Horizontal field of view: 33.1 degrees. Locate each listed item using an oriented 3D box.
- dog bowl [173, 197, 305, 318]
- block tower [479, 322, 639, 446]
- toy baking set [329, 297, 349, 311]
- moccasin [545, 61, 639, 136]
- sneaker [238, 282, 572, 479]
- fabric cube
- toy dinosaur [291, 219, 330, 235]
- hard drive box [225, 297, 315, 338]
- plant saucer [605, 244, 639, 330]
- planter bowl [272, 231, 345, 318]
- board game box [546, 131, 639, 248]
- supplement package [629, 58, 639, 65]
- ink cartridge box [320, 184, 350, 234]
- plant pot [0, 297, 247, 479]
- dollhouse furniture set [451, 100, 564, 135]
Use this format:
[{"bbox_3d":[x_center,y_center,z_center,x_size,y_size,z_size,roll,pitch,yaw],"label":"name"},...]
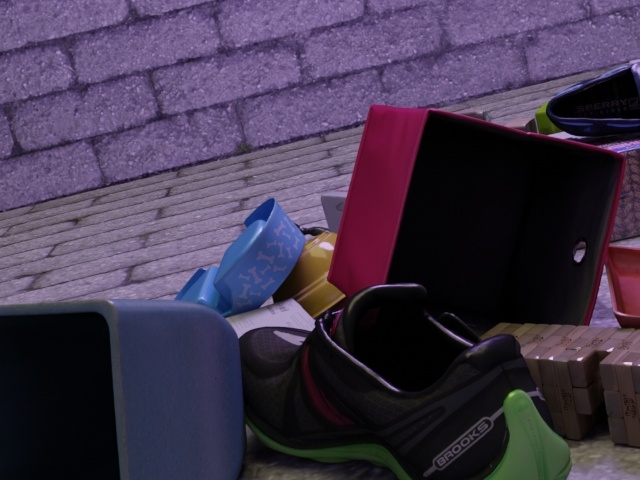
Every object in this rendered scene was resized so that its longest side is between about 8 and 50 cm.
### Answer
[{"bbox_3d":[-0.132,0.068,1.561,0.297,0.074,0.166,-44,16,26],"label":"dog bowl"},{"bbox_3d":[0.291,0.144,1.085,0.335,0.090,0.097,-1,18,42],"label":"block tower"},{"bbox_3d":[0.102,0.102,1.533,0.197,0.030,0.256,1,31,27],"label":"toy baking set"},{"bbox_3d":[0.526,-0.223,1.715,0.342,0.137,0.117,-17,-6,32],"label":"moccasin"},{"bbox_3d":[0.061,0.132,1.115,0.185,0.202,0.483,-22,16,-34],"label":"sneaker"},{"bbox_3d":[0.180,-0.018,1.332,0.259,0.254,0.258,12,5,-13],"label":"fabric cube"},{"bbox_3d":[0.000,0.000,2.049,0.118,0.064,0.268,1,12,-3],"label":"toy dinosaur"},{"bbox_3d":[-0.115,0.165,1.401,0.232,0.089,0.181,-15,13,-11],"label":"hard drive box"},{"bbox_3d":[0.448,0.074,1.200,0.259,0.047,0.259,6,18,10],"label":"plant saucer"},{"bbox_3d":[-0.008,0.050,1.605,0.217,0.090,0.217,-36,2,1],"label":"planter bowl"},{"bbox_3d":[0.451,-0.098,1.827,0.232,0.141,0.291,-12,13,4],"label":"board game box"},{"bbox_3d":[0.753,-0.270,2.120,0.199,0.198,0.262,-12,13,3],"label":"supplement package"},{"bbox_3d":[0.128,-0.064,1.833,0.208,0.086,0.153,-19,14,-26],"label":"ink cartridge box"},{"bbox_3d":[-0.210,0.178,1.144,0.247,0.247,0.252,-5,0,34],"label":"plant pot"},{"bbox_3d":[0.374,-0.179,2.117,0.302,0.197,0.151,0,20,43],"label":"dollhouse furniture set"}]
